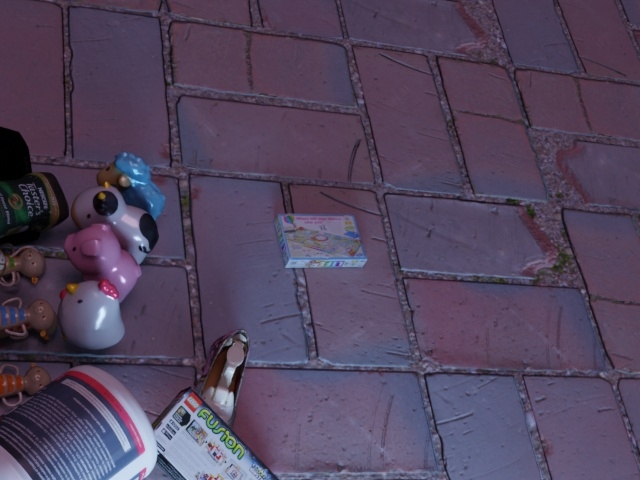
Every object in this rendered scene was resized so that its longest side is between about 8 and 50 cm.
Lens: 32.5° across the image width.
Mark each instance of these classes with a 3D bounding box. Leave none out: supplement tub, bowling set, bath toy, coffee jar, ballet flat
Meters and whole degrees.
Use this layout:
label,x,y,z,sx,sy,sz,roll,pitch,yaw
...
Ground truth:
label,x,y,z,sx,sy,sz,roll,pitch,yaw
supplement tub,-0.379,0.313,1.505,0.191,0.191,0.272,45,50,13
bowling set,-0.456,0.089,1.643,0.154,0.200,0.287,-2,60,-28
bath toy,-0.341,0.013,1.758,0.151,0.129,0.348,20,42,-12
coffee jar,-0.486,-0.053,1.735,0.184,0.079,0.096,-19,82,-57
ballet flat,-0.156,0.231,1.736,0.077,0.079,0.221,22,50,-11

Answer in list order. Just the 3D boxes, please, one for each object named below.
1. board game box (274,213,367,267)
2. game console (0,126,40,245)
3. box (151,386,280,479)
label,x,y,z,sx,sy,sz,roll,pitch,yaw
board game box,0.000,0.000,2.009,0.154,0.026,0.103,0,55,-23
game console,-0.607,-0.113,1.726,0.361,0.044,0.213,14,54,-48
box,-0.164,0.332,1.639,0.207,0.036,0.114,49,50,-10
